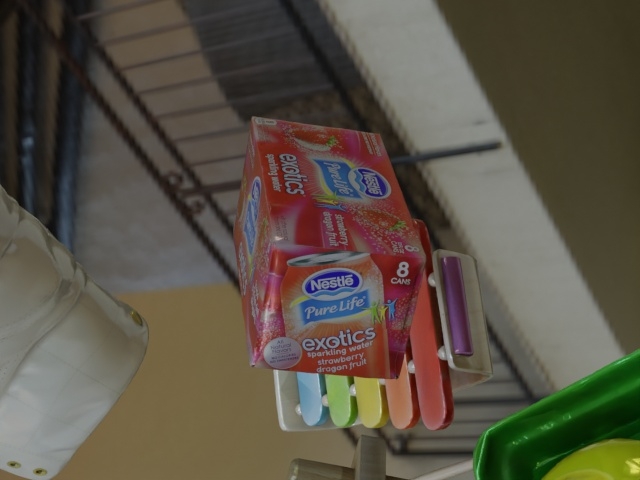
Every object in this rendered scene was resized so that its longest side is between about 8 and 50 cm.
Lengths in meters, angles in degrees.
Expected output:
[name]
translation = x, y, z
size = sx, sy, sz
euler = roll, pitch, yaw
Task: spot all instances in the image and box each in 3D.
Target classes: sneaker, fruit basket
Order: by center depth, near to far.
[sneaker]
translation = -0.234, 0.107, 0.795
size = 0.169, 0.292, 0.108
euler = 44, -163, -36
[fruit basket]
translation = 0.258, 0.207, 1.068
size = 0.392, 0.392, 0.283
euler = 32, -140, -49

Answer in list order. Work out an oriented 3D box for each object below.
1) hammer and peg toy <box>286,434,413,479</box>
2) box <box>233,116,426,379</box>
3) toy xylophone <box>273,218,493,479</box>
[hammer and peg toy]
translation = -0.001, 0.361, 1.098
size = 0.266, 0.127, 0.361
euler = -84, 6, -59
[box]
translation = 0.000, 0.000, 1.218
size = 0.257, 0.128, 0.123
euler = -103, 22, -62
[toy xylophone]
translation = 0.070, 0.134, 1.402
size = 0.081, 0.322, 0.236
euler = 5, -118, -33
